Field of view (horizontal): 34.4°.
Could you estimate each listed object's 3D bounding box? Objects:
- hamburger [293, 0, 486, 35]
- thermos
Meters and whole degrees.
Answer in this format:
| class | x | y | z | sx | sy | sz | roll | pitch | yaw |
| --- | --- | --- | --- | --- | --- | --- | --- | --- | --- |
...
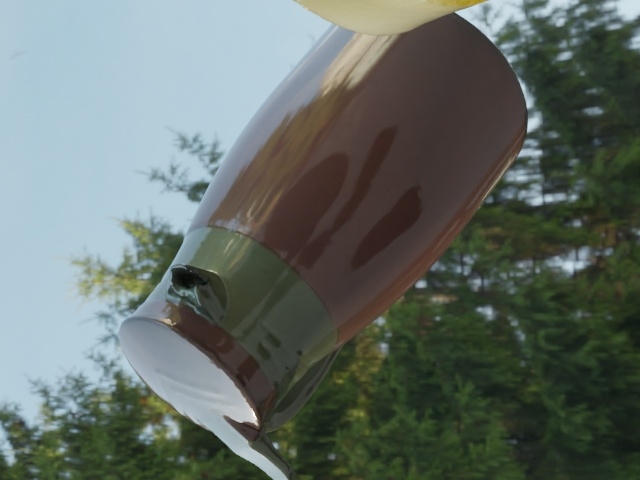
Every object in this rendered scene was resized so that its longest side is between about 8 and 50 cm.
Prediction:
| class | x | y | z | sx | sy | sz | roll | pitch | yaw |
| --- | --- | --- | --- | --- | --- | --- | --- | --- | --- |
| hamburger | 0.000 | -0.165 | 0.359 | 0.210 | 0.116 | 0.173 | 36 | -148 | -24 |
| thermos | 0.000 | 0.000 | 0.604 | 0.265 | 0.146 | 0.176 | -53 | -32 | -31 |
